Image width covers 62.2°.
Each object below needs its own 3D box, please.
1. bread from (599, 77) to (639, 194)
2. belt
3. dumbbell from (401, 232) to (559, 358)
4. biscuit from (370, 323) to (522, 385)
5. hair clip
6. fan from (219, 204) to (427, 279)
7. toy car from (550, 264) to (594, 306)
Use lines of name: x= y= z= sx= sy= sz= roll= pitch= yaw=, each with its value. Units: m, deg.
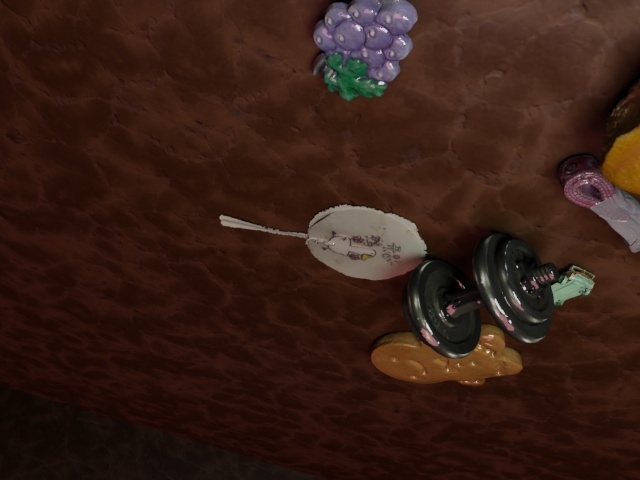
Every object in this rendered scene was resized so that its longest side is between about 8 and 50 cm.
bread: x=0.447 y=-0.147 z=0.607 sx=0.174 sy=0.121 sz=0.245 roll=21 pitch=141 yaw=-5
belt: x=0.444 y=-0.046 z=0.793 sx=0.232 sy=0.053 sz=0.071 roll=30 pitch=133 yaw=-18
dumbbell: x=0.275 y=0.100 z=0.926 sx=0.192 sy=0.192 sz=0.290 roll=36 pitch=138 yaw=-25
biscuit: x=0.285 y=0.282 z=1.270 sx=0.355 sy=0.052 sz=0.275 roll=-13 pitch=134 yaw=31
hair clip: x=0.052 y=-0.254 z=0.684 sx=0.124 sy=0.052 sz=0.195 roll=27 pitch=150 yaw=-2
fan: x=0.000 y=0.001 z=1.044 sx=0.415 sy=0.012 sz=0.233 roll=9 pitch=142 yaw=8
toy car: x=0.443 y=0.089 z=0.980 sx=0.059 sy=0.035 sz=0.122 roll=23 pitch=151 yaw=-10
